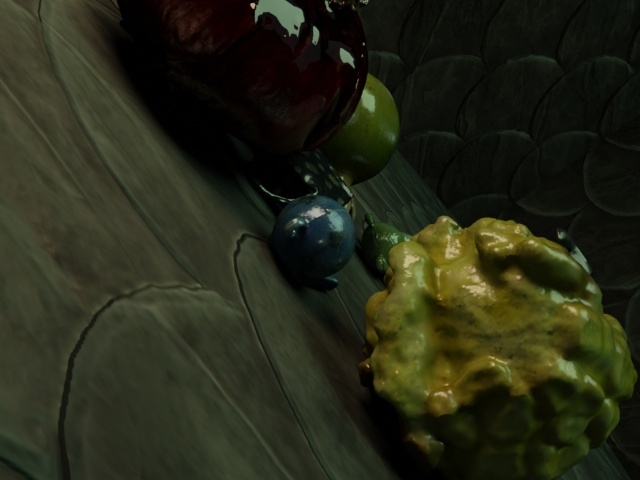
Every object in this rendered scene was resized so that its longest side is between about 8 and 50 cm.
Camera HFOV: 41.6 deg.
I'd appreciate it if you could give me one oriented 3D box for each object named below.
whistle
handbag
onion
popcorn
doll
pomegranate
[{"bbox_3d":[0.000,0.000,0.844,0.090,0.090,0.158,57,13,20],"label":"whistle"},{"bbox_3d":[-0.044,-0.065,0.941,0.115,0.072,0.139,54,25,11],"label":"handbag"},{"bbox_3d":[-0.065,-0.238,0.858,0.314,0.232,0.314,37,34,-31],"label":"onion"},{"bbox_3d":[0.156,0.096,0.798,0.293,0.237,0.293,52,15,-20],"label":"popcorn"},{"bbox_3d":[0.106,0.020,1.247,0.150,0.078,0.115,55,14,-63],"label":"doll"},{"bbox_3d":[0.024,-0.127,1.082,0.210,0.179,0.179,58,13,21],"label":"pomegranate"}]
